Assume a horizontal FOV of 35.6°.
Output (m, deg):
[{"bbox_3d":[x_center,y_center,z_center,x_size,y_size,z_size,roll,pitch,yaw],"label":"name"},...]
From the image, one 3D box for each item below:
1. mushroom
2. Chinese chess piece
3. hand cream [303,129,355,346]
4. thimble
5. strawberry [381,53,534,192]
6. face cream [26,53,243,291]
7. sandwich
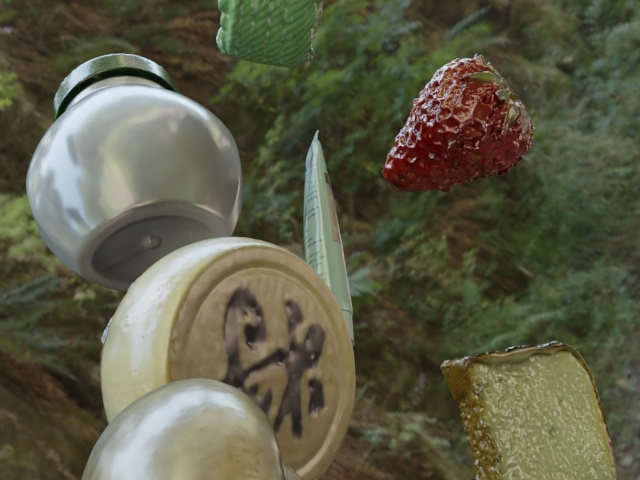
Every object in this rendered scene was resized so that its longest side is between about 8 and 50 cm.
[{"bbox_3d":[-0.080,0.208,0.673,0.226,0.178,0.227,-171,90,-67],"label":"mushroom"},{"bbox_3d":[-0.081,0.125,0.934,0.104,0.257,0.257,-12,34,43],"label":"Chinese chess piece"},{"bbox_3d":[0.000,0.000,1.428,0.085,0.058,0.331,108,156,-58],"label":"hand cream"},{"bbox_3d":[-0.070,-0.362,1.463,0.219,0.150,0.219,10,-90,-90],"label":"thimble"},{"bbox_3d":[0.205,-0.156,1.562,0.244,0.205,0.205,-39,7,23],"label":"strawberry"},{"bbox_3d":[-0.277,-0.101,1.486,0.357,0.312,0.219,-113,13,-45],"label":"face cream"},{"bbox_3d":[0.291,0.268,1.370,0.226,0.251,0.087,-8,-11,-27],"label":"sandwich"}]
